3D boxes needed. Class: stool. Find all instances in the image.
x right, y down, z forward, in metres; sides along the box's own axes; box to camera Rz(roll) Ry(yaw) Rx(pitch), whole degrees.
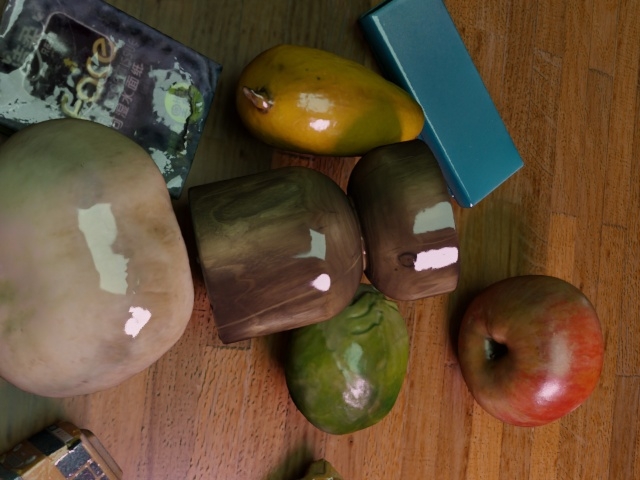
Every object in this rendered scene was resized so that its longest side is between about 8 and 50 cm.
[{"bbox_3d":[0.000,0.000,0.869,0.264,0.179,0.179,-12,96,-5],"label":"stool"}]

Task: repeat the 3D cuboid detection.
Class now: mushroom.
[{"bbox_3d":[-0.225,0.017,0.772,0.260,0.254,0.234,-57,164,20],"label":"mushroom"}]

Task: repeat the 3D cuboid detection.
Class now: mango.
[{"bbox_3d":[0.019,-0.162,0.944,0.317,0.176,0.119,0,110,-47],"label":"mango"}]

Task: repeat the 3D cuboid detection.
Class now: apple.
[{"bbox_3d":[0.290,0.148,1.087,0.164,0.209,0.209,5,86,-35],"label":"apple"}]

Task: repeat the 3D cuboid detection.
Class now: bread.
[{"bbox_3d":[-0.020,0.330,0.973,0.110,0.060,0.066,-43,138,-26],"label":"bread"}]

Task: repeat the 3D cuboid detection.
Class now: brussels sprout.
[{"bbox_3d":[0.031,0.144,0.958,0.161,0.144,0.180,-13,87,-21],"label":"brussels sprout"}]

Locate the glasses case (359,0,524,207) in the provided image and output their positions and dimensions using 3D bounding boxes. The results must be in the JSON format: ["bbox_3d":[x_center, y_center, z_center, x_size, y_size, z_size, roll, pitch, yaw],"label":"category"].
[{"bbox_3d":[0.165,-0.200,1.095,0.117,0.070,0.301,-37,109,-20],"label":"glasses case"}]

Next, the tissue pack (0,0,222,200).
[{"bbox_3d":[-0.237,-0.163,0.844,0.235,0.073,0.173,25,75,-29],"label":"tissue pack"}]

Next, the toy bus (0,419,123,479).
[{"bbox_3d":[-0.248,0.277,0.817,0.103,0.091,0.182,-40,110,-27],"label":"toy bus"}]
